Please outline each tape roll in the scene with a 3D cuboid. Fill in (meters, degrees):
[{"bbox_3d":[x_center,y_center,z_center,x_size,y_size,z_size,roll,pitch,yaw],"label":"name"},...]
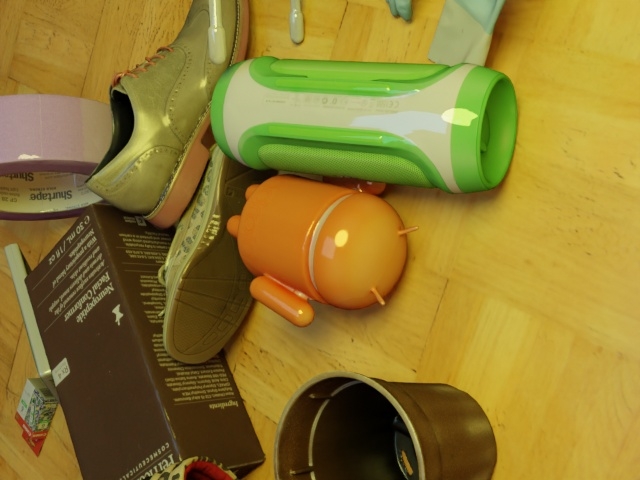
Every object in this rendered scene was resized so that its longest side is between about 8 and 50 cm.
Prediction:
[{"bbox_3d":[-0.385,-0.105,1.095,0.275,0.275,0.090,-18,73,38],"label":"tape roll"}]

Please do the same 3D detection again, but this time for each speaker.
[{"bbox_3d":[0.038,-0.120,0.805,0.296,0.131,0.131,10,92,30],"label":"speaker"}]

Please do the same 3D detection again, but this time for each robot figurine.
[{"bbox_3d":[-0.001,0.002,0.853,0.219,0.158,0.128,17,123,40],"label":"robot figurine"}]

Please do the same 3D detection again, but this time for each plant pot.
[{"bbox_3d":[0.072,0.200,0.747,0.167,0.165,0.167,-4,84,41],"label":"plant pot"}]

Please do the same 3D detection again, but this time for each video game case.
[{"bbox_3d":[-0.411,0.137,1.184,0.193,0.023,0.212,98,149,-61],"label":"video game case"}]

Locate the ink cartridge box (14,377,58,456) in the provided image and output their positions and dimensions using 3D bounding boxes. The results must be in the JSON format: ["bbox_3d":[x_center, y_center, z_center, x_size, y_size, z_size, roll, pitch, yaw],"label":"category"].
[{"bbox_3d":[-0.464,0.287,1.288,0.063,0.029,0.115,34,107,37],"label":"ink cartridge box"}]

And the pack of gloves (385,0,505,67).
[{"bbox_3d":[0.103,-0.270,0.760,0.195,0.046,0.232,58,157,28],"label":"pack of gloves"}]

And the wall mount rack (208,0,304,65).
[{"bbox_3d":[-0.025,-0.349,0.818,0.130,0.350,0.304,43,119,5],"label":"wall mount rack"}]

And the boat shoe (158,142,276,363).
[{"bbox_3d":[-0.132,0.010,0.985,0.089,0.104,0.285,4,73,54],"label":"boat shoe"}]

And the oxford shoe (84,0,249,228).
[{"bbox_3d":[-0.185,-0.197,0.988,0.123,0.130,0.348,-11,60,57],"label":"oxford shoe"}]

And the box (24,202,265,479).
[{"bbox_3d":[-0.241,0.160,1.039,0.191,0.143,0.381,-41,63,29],"label":"box"}]

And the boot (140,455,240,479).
[{"bbox_3d":[-0.158,0.412,0.884,0.284,0.138,0.377,-28,103,22],"label":"boot"}]
